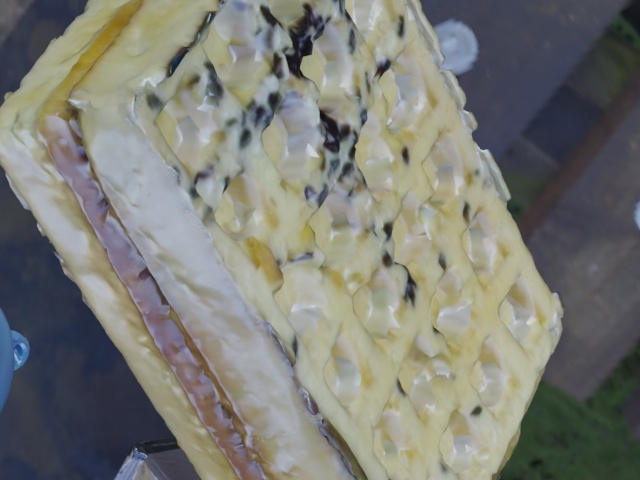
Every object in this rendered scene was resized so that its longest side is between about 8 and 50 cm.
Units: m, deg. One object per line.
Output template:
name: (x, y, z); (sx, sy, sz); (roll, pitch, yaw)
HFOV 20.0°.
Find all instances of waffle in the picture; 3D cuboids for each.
waffle: (0.000, 0.000, 0.979); (0.114, 0.261, 0.376); (-3, 129, 36)

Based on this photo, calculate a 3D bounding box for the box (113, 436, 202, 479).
box: (-0.105, 0.292, 1.403); (0.252, 0.153, 0.188); (-57, 155, 17)

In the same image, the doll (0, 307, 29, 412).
doll: (-0.373, 0.111, 1.491); (0.314, 0.141, 0.177); (-6, 116, -42)
